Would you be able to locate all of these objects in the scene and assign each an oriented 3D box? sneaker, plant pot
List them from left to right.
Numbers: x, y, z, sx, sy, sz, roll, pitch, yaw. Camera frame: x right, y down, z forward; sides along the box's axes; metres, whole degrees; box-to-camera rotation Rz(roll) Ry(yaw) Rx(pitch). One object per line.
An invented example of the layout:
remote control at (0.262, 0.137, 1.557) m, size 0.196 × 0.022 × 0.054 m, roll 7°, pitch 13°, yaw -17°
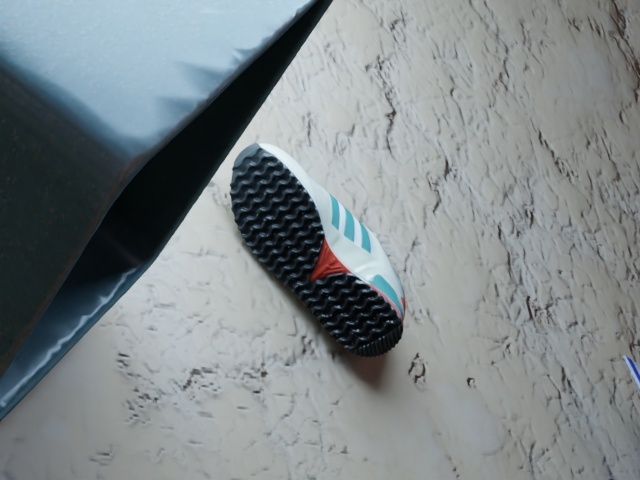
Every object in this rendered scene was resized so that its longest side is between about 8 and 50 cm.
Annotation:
plant pot at (-0.184, -0.082, 0.902) m, size 0.252 × 0.247 × 0.248 m, roll 38°, pitch 38°, yaw 2°
sneaker at (0.000, 0.000, 1.211) m, size 0.161 × 0.057 × 0.075 m, roll 51°, pitch 20°, yaw -8°

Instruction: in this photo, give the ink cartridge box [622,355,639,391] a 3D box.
ink cartridge box at (0.366, 0.236, 1.375) m, size 0.371 × 0.069 × 0.175 m, roll 36°, pitch 17°, yaw -19°
